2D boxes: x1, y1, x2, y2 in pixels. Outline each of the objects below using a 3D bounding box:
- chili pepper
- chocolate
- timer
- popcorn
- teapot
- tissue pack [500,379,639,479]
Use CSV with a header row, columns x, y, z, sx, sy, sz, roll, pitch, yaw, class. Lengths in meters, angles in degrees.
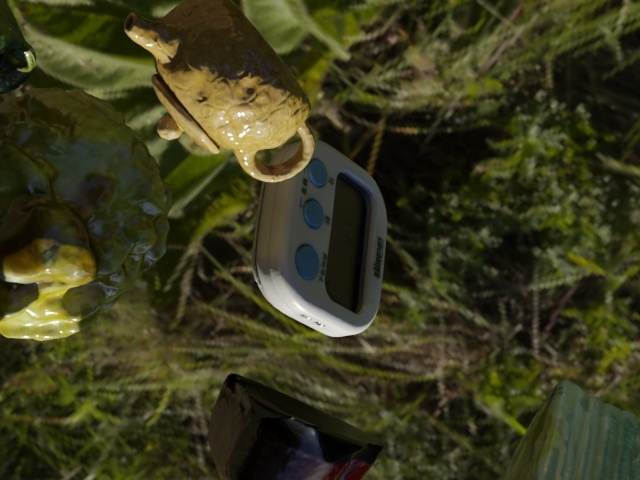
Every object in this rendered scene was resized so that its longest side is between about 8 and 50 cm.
x,y,z,sx,sy,sz,roll,pitch,yaw,class
-0.282,-0.165,0.957,0.072,0.204,0.073,-47,143,5,chili pepper
-0.033,0.154,0.824,0.080,0.125,0.148,-66,161,-2,chocolate
0.000,0.000,1.651,0.237,0.087,0.262,33,57,-47,timer
-0.264,-0.010,1.047,0.251,0.206,0.237,-47,-173,-29,popcorn
-0.120,-0.171,1.369,0.167,0.203,0.311,-40,132,2,teapot
0.213,0.370,1.088,0.388,0.162,0.287,-64,170,-45,tissue pack
